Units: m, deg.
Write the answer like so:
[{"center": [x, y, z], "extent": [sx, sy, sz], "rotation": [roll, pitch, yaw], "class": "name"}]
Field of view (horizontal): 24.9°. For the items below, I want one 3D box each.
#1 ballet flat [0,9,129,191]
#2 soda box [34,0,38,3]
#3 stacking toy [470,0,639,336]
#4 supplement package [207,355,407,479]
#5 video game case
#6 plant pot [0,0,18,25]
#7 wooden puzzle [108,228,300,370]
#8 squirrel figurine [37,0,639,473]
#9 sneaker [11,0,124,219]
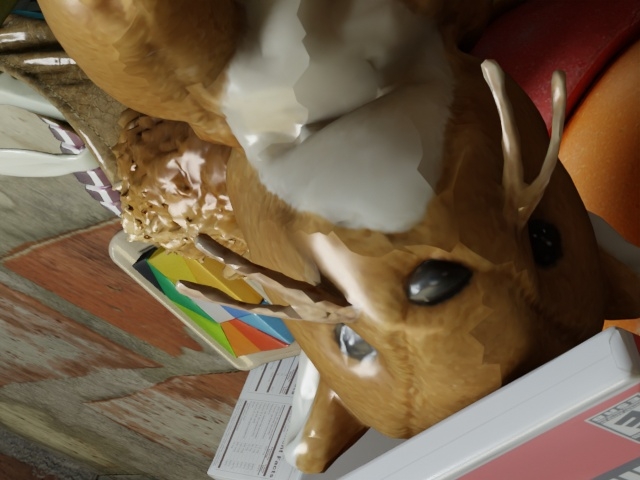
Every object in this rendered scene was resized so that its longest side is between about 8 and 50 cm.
[{"center": [-0.240, -0.115, 1.018], "extent": [0.342, 0.124, 0.116], "rotation": [22, 168, 24], "class": "ballet flat"}, {"center": [-0.162, -0.195, 1.003], "extent": [0.210, 0.067, 0.071], "rotation": [30, 157, -23], "class": "soda box"}, {"center": [0.117, -0.054, 0.882], "extent": [0.480, 0.350, 0.350], "rotation": [29, 165, 32], "class": "stacking toy"}, {"center": [0.039, 0.236, 1.664], "extent": [0.145, 0.204, 0.262], "rotation": [1, 151, 45], "class": "supplement package"}, {"center": [0.134, 0.131, 0.649], "extent": [0.204, 0.025, 0.285], "rotation": [-35, 139, 31], "class": "video game case"}, {"center": [-0.316, -0.167, 0.749], "extent": [0.367, 0.353, 0.366], "rotation": [26, 142, 23], "class": "plant pot"}, {"center": [-0.109, 0.054, 1.515], "extent": [0.221, 0.044, 0.239], "rotation": [42, 152, -12], "class": "wooden puzzle"}, {"center": [0.002, -0.090, 0.676], "extent": [0.370, 0.281, 0.397], "rotation": [60, 177, 4], "class": "squirrel figurine"}, {"center": [-0.130, -0.097, 1.164], "extent": [0.163, 0.106, 0.281], "rotation": [2, 151, 33], "class": "sneaker"}]
